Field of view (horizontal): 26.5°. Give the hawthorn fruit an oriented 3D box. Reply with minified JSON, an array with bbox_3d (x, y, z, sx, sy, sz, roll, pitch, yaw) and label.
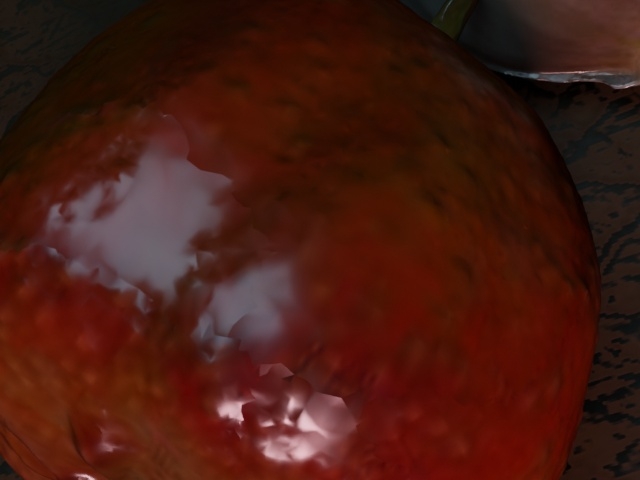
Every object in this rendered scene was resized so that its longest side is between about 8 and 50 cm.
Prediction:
[{"bbox_3d":[0.000,0.000,0.624,0.287,0.287,0.330,15,62,29],"label":"hawthorn fruit"}]

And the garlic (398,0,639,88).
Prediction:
[{"bbox_3d":[0.140,-0.198,0.680,0.210,0.292,0.237,-52,17,-14],"label":"garlic"}]
